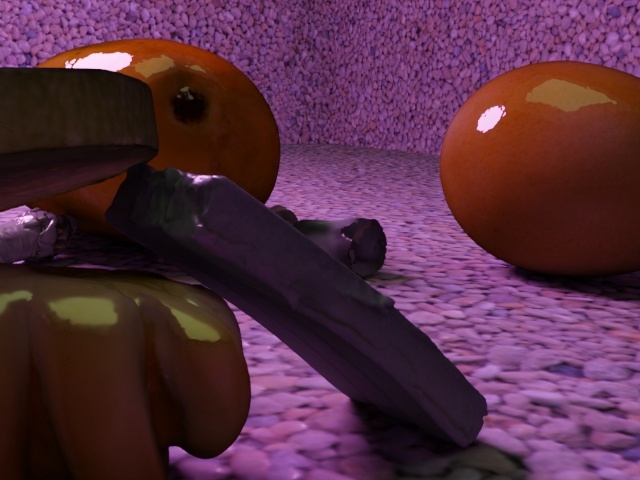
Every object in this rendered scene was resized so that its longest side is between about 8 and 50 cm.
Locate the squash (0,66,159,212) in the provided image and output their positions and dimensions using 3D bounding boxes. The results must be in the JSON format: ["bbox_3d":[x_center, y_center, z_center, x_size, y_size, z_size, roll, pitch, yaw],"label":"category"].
[{"bbox_3d":[-0.204,-0.035,0.412,0.252,0.049,0.252,-12,1,0],"label":"squash"}]

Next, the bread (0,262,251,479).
[{"bbox_3d":[-0.193,0.069,0.377,0.311,0.121,0.173,1,1,-10],"label":"bread"}]

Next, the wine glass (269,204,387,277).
[{"bbox_3d":[0.000,0.000,0.957,0.155,0.072,0.072,11,13,43],"label":"wine glass"}]

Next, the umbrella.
[{"bbox_3d":[-0.345,-0.002,0.928,0.067,0.062,0.143,43,38,17],"label":"umbrella"}]

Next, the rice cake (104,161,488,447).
[{"bbox_3d":[-0.007,0.040,0.456,0.237,0.043,0.127,41,-17,-34],"label":"rice cake"}]

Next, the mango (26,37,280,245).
[{"bbox_3d":[-0.252,-0.113,1.029,0.445,0.232,0.300,-3,-27,40],"label":"mango"}]

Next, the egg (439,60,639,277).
[{"bbox_3d":[0.299,-0.079,0.935,0.322,0.250,0.250,14,14,19],"label":"egg"}]
